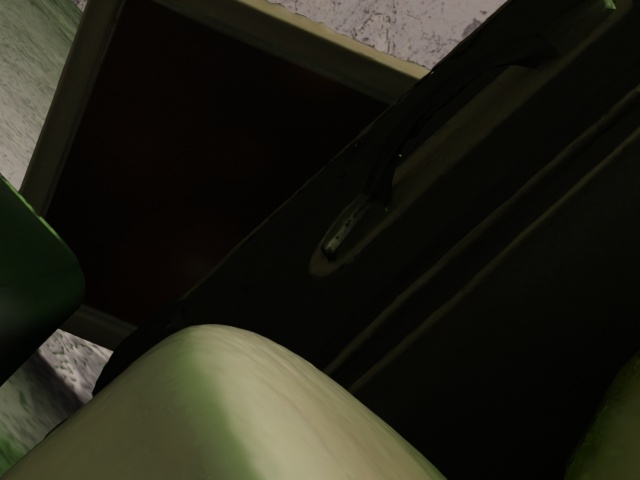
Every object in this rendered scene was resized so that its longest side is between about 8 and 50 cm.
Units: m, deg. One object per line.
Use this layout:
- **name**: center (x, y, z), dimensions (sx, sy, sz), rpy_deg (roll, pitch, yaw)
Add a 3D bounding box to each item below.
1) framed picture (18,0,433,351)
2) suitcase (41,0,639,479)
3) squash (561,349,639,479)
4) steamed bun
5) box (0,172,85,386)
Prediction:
- **framed picture**: center (0.000, 0.000, 0.904), dimensions (0.289, 0.211, 0.020), rpy_deg (24, 31, -3)
- **suitcase**: center (0.125, 0.043, 0.760), dimensions (0.283, 0.434, 0.194), rpy_deg (45, 5, -29)
- **squash**: center (0.186, 0.168, 0.601), dimensions (0.210, 0.233, 0.309), rpy_deg (-70, 154, -54)
- **steamed bun**: center (-0.016, 0.124, 0.512), dimensions (0.164, 0.146, 0.241), rpy_deg (52, 7, 30)
- **box**: center (-0.161, 0.002, 0.628), dimensions (0.144, 0.090, 0.201), rpy_deg (48, 3, 2)
